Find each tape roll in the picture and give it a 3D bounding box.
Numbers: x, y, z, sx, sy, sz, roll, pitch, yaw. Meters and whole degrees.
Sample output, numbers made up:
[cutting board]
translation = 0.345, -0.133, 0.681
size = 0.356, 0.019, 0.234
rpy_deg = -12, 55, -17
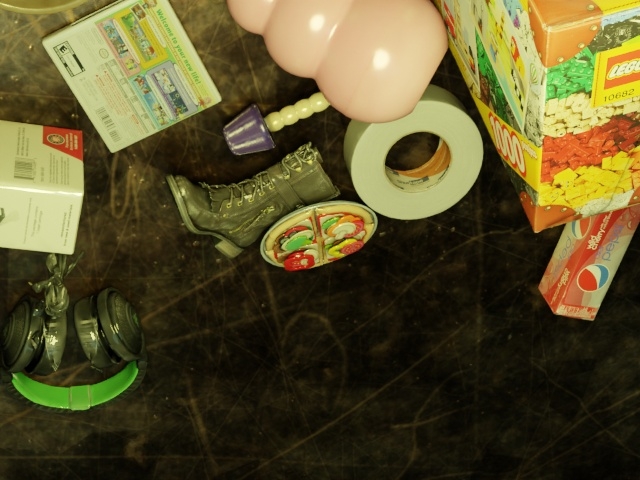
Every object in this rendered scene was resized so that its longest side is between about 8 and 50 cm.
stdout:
[tape roll]
translation = 0.150, -0.144, 1.914
size = 0.219, 0.072, 0.219
rpy_deg = -6, 125, -9

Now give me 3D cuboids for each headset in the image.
[headset]
translation = -0.409, 0.169, 1.931
size = 0.243, 0.185, 0.394
rpy_deg = -5, 135, -9

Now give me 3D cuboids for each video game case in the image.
[video game case]
translation = -0.281, -0.257, 1.775
size = 0.193, 0.023, 0.212
rpy_deg = -25, 124, 5

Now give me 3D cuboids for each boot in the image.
[boot]
translation = -0.103, -0.088, 1.870
size = 0.229, 0.091, 0.263
rpy_deg = -32, 150, 9

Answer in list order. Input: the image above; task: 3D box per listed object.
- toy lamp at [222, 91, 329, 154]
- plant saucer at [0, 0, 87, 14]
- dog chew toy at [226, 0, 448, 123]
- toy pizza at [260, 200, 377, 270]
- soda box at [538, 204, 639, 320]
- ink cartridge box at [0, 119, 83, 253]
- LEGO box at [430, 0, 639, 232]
[toy lamp]
translation = -0.020, -0.210, 1.833
size = 0.274, 0.080, 0.080
rpy_deg = -24, 125, 1
[plant saucer]
translation = -0.396, -0.446, 1.615
size = 0.278, 0.041, 0.278
rpy_deg = -5, 124, -8
[dog chew toy]
translation = 0.012, -0.309, 1.687
size = 0.332, 0.206, 0.207
rpy_deg = 29, 115, 0
[toy pizza]
translation = 0.000, 0.000, 1.950
size = 0.201, 0.032, 0.201
rpy_deg = -13, 152, -7
[soda box]
translation = 0.477, 0.008, 2.072
size = 0.083, 0.092, 0.263
rpy_deg = 8, 120, -18
[ink cartridge box]
translation = -0.493, -0.089, 1.734
size = 0.272, 0.197, 0.114
rpy_deg = 7, 121, -16
[LEGO box]
translation = 0.282, -0.326, 1.511
size = 0.193, 0.500, 0.372
rpy_deg = -15, 143, -3
